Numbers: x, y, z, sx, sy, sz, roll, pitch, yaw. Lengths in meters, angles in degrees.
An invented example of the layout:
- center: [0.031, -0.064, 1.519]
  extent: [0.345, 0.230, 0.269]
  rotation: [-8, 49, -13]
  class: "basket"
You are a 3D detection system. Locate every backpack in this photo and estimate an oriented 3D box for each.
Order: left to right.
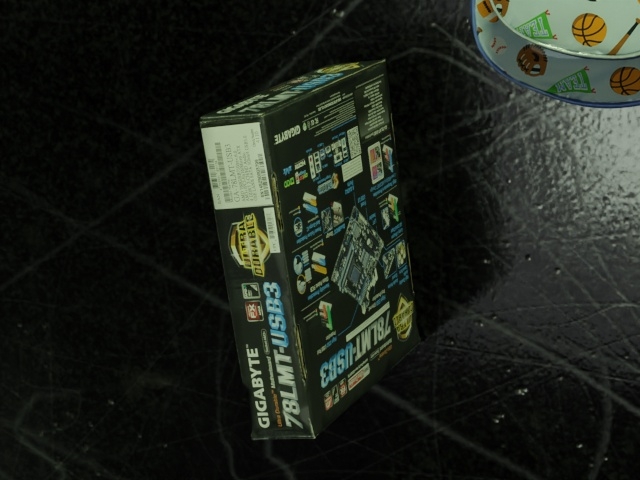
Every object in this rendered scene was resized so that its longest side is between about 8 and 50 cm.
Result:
- center: [0.250, -0.248, 1.655]
  extent: [0.276, 0.213, 0.263]
  rotation: [15, 117, 18]
  class: "backpack"

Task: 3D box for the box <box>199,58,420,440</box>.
- center: [0.000, 0.000, 1.772]
  extent: [0.073, 0.295, 0.293]
  rotation: [-1, 104, 24]
  class: "box"
